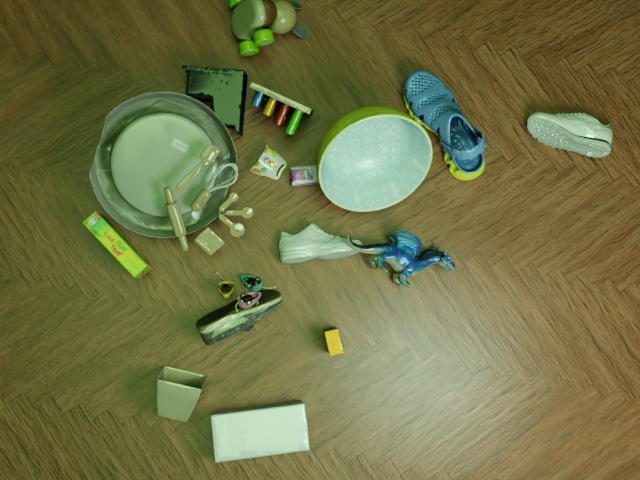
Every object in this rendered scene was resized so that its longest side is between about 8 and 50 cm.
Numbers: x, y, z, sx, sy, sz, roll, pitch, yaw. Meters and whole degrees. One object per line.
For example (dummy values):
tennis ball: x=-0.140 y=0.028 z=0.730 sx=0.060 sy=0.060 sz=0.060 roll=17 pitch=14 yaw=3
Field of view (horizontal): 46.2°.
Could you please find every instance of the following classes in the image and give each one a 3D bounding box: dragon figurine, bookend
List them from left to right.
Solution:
bookend: x=-0.271 y=-0.354 z=1.898 sx=0.156 sy=0.072 sz=0.157 roll=4 pitch=91 yaw=2
dragon figurine: x=0.198 y=0.024 z=1.887 sx=0.289 sy=0.085 sz=0.144 roll=32 pitch=80 yaw=-12

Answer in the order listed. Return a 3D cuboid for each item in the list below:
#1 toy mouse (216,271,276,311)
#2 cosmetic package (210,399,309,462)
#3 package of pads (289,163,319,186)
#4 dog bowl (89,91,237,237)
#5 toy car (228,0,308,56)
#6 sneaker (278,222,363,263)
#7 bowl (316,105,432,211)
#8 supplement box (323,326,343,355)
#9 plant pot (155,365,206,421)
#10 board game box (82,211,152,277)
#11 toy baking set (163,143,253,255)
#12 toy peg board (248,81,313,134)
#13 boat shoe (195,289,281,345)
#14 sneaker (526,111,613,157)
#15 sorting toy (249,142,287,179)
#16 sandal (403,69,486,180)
toy mouse: x=-0.180 y=0.128 z=1.849 sx=0.143 sy=0.161 sz=0.031 roll=-4 pitch=123 yaw=-10
cosmetic package: x=-0.149 y=0.464 z=1.832 sx=0.231 sy=0.085 sz=0.117 roll=-5 pitch=86 yaw=-7
package of pads: x=-0.037 y=-0.168 z=1.922 sx=0.083 sy=0.032 sz=0.050 roll=-6 pitch=83 yaw=-5
dog bowl: x=-0.376 y=-0.185 z=1.817 sx=0.349 sy=0.102 sz=0.348 roll=-2 pitch=103 yaw=-9
toy car: x=-0.121 y=-0.569 z=1.924 sx=0.189 sy=0.149 sz=0.154 roll=-12 pitch=90 yaw=-35
sneaker: x=0.000 y=0.000 z=1.894 sx=0.212 sy=0.080 sz=0.094 roll=-5 pitch=73 yaw=-4
bowl: x=0.116 y=-0.228 z=1.863 sx=0.290 sy=0.289 sz=0.156 roll=-15 pitch=43 yaw=-6
supplement box: x=0.032 y=0.249 z=1.858 sx=0.036 sy=0.098 sz=0.062 roll=-14 pitch=87 yaw=-2
plant pot: x=-0.345 y=0.376 z=1.815 sx=0.109 sy=0.109 sz=0.096 roll=14 pitch=96 yaw=-4
board game box: x=-0.495 y=0.013 z=1.836 sx=0.043 sy=0.092 sz=0.181 roll=-43 pitch=90 yaw=-7
toy baking set: x=-0.273 y=-0.092 z=1.789 sx=0.197 sy=0.030 sz=0.256 roll=-22 pitch=111 yaw=-10
toy peg board: x=-0.108 y=-0.325 z=1.873 sx=0.161 sy=0.161 sz=0.079 roll=24 pitch=98 yaw=-3
boat shoe: x=-0.197 y=0.191 z=1.860 sx=0.224 sy=0.080 sz=0.073 roll=-22 pitch=117 yaw=-19
sneaker: x=0.656 y=-0.296 z=1.977 sx=0.235 sy=0.090 sz=0.094 roll=19 pitch=71 yaw=-7
sorting toy: x=-0.127 y=-0.196 z=1.918 sx=0.075 sy=0.045 sz=0.083 roll=32 pitch=83 yaw=-21
sandal: x=0.329 y=-0.306 z=1.915 sx=0.126 sy=0.138 sz=0.317 roll=-36 pitch=87 yaw=-5
